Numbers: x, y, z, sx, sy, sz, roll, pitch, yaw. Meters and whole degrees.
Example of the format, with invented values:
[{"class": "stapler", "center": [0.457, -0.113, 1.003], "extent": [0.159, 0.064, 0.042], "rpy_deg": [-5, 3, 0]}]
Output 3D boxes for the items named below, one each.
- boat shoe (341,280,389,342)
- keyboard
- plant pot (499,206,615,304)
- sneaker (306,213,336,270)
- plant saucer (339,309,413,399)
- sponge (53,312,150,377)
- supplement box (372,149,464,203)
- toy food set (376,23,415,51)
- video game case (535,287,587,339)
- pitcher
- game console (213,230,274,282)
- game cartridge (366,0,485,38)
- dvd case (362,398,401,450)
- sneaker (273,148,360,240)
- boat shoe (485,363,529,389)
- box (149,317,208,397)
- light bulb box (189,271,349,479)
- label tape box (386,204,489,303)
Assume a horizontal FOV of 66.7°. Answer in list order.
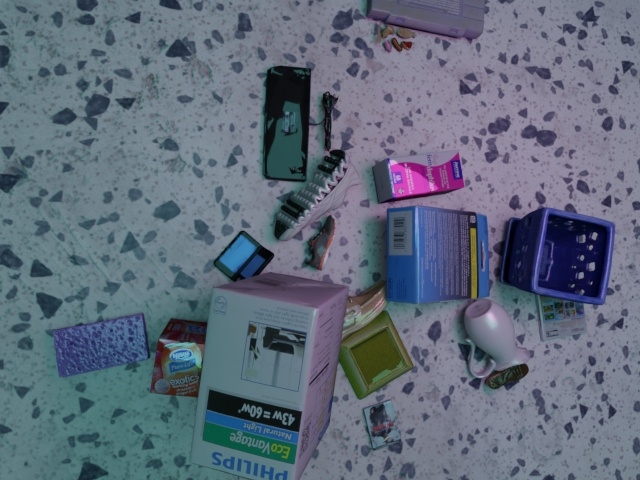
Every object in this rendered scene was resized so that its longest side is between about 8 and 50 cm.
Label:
[{"class": "boat shoe", "center": [0.065, 0.195, 1.304], "extent": [0.302, 0.109, 0.098], "rpy_deg": [-37, 97, -6]}, {"class": "keyboard", "center": [-0.054, -0.319, 1.338], "extent": [0.201, 0.033, 0.318], "rpy_deg": [3, 88, -7]}, {"class": "plant pot", "center": [0.653, 0.046, 1.387], "extent": [0.235, 0.212, 0.236], "rpy_deg": [12, 86, -12]}, {"class": "sneaker", "center": [0.000, 0.000, 1.322], "extent": [0.064, 0.061, 0.158], "rpy_deg": [16, 83, -5]}, {"class": "plant saucer", "center": [0.151, 0.320, 1.347], "extent": [0.188, 0.045, 0.188], "rpy_deg": [-27, 93, -12]}, {"class": "sponge", "center": [-0.539, 0.258, 1.202], "extent": [0.209, 0.031, 0.117], "rpy_deg": [-10, 89, -12]}, {"class": "supplement box", "center": [0.273, -0.178, 1.364], "extent": [0.219, 0.114, 0.111], "rpy_deg": [-10, 89, -15]}, {"class": "toy food set", "center": [0.218, -0.584, 1.418], "extent": [0.122, 0.019, 0.078], "rpy_deg": [7, 86, -20]}, {"class": "video game case", "center": [0.742, 0.223, 1.498], "extent": [0.157, 0.019, 0.143], "rpy_deg": [-6, 89, -12]}, {"class": "pitcher", "center": [0.476, 0.286, 1.392], "extent": [0.177, 0.125, 0.207], "rpy_deg": [-33, 106, 3]}, {"class": "game console", "center": [-0.200, 0.050, 1.269], "extent": [0.122, 0.107, 0.071], "rpy_deg": [-50, 126, -10]}, {"class": "game cartridge", "center": [0.313, -0.730, 1.426], "extent": [0.354, 0.068, 0.230], "rpy_deg": [6, 90, -13]}, {"class": "dvd case", "center": [0.172, 0.515, 1.359], "extent": [0.087, 0.013, 0.120], "rpy_deg": [-13, 91, -13]}, {"class": "sneaker", "center": [-0.005, -0.101, 1.304], "extent": [0.292, 0.110, 0.118], "rpy_deg": [-48, 132, 0]}, {"class": "boat shoe", "center": [0.546, 0.395, 1.432], "extent": [0.135, 0.045, 0.050], "rpy_deg": [-18, 84, -9]}, {"class": "box", "center": [-0.309, 0.266, 1.137], "extent": [0.128, 0.257, 0.123], "rpy_deg": [9, 88, -11]}, {"class": "light bulb box", "center": [-0.092, 0.279, 1.091], "extent": [0.225, 0.358, 0.362], "rpy_deg": [9, 93, 13]}, {"class": "label tape box", "center": [0.334, 0.041, 1.350], "extent": [0.347, 0.115, 0.249], "rpy_deg": [2, 86, -43]}]
